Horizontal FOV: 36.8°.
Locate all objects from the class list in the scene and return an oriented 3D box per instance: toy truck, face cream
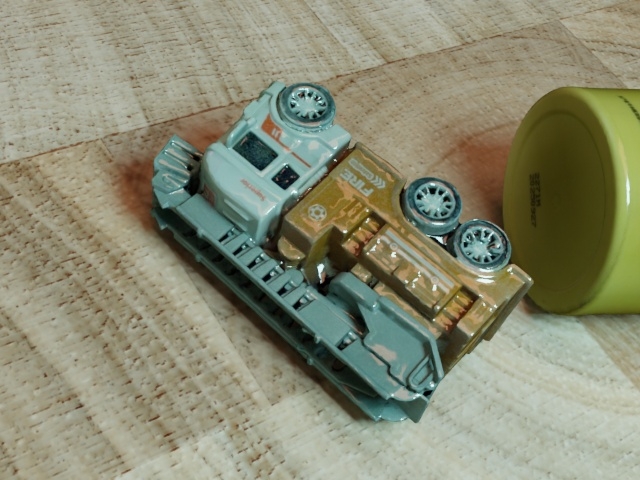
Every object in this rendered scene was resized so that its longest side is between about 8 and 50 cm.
[{"bbox_3d":[0.000,0.000,0.860,0.338,0.133,0.184,39,60,13],"label":"toy truck"},{"bbox_3d":[0.303,-0.037,0.927,0.179,0.218,0.218,0,52,-17],"label":"face cream"}]
